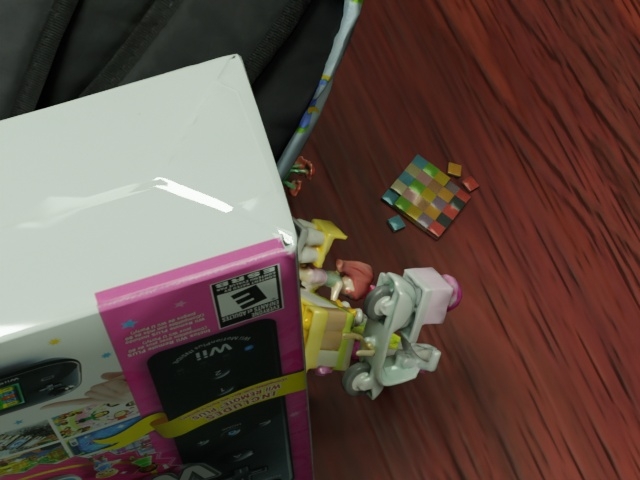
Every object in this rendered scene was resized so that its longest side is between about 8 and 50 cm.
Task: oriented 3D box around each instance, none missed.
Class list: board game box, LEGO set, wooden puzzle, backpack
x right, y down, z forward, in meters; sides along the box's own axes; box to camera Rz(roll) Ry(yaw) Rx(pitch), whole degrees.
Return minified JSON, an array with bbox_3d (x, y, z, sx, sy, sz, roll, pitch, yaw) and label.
[{"bbox_3d":[-0.120,0.065,0.610,0.224,0.303,0.097,-17,65,-7],"label":"board game box"},{"bbox_3d":[0.000,0.000,0.847,0.107,0.132,0.287,8,33,-34],"label":"LEGO set"},{"bbox_3d":[0.076,-0.031,0.948,0.049,0.006,0.083,37,55,5],"label":"wooden puzzle"},{"bbox_3d":[-0.123,-0.119,0.709,0.290,0.355,0.273,27,47,-12],"label":"backpack"}]
